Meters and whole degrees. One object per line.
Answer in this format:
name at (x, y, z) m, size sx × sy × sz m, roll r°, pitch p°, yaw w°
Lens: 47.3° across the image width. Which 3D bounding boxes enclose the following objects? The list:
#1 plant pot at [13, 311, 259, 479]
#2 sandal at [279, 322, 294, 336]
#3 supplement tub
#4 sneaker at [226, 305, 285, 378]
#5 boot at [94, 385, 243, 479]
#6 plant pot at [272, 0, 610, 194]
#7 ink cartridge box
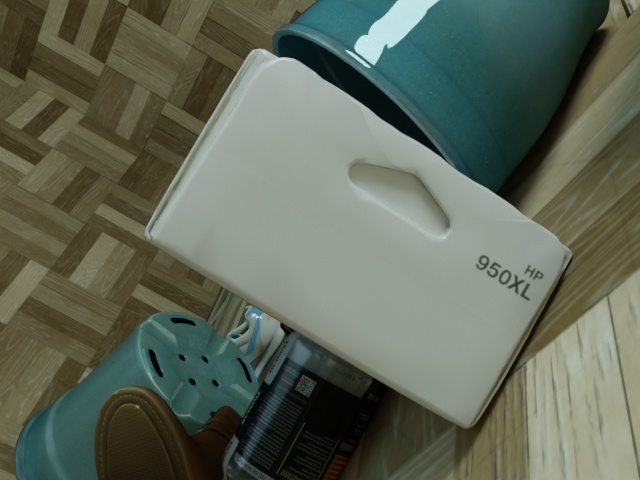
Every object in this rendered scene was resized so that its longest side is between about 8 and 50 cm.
plant pot at (-0.303, 0.324, 1.298) m, size 0.334 × 0.341 × 0.341 m, roll -48°, pitch 13°, yaw 22°
sandal at (-0.010, 0.122, 0.961) m, size 0.076 × 0.102 × 0.265 m, roll -53°, pitch 13°, yaw 24°
supplement tub at (-0.024, 0.199, 0.749) m, size 0.190 × 0.117 × 0.117 m, roll -60°, pitch 9°, yaw -6°
sneaker at (-0.155, 0.230, 1.431) m, size 0.228 × 0.092 × 0.087 m, roll -60°, pitch 11°, yaw 10°
boot at (-0.133, 0.246, 0.835) m, size 0.109 × 0.283 × 0.220 m, roll -20°, pitch 15°, yaw 20°
plant pot at (0.136, -0.195, 0.733) m, size 0.255 × 0.271 × 0.271 m, roll -47°, pitch 8°, yaw -5°
ink cartridge box at (0.000, 0.000, 0.703) m, size 0.166 × 0.285 × 0.395 m, roll -60°, pitch 9°, yaw -5°
